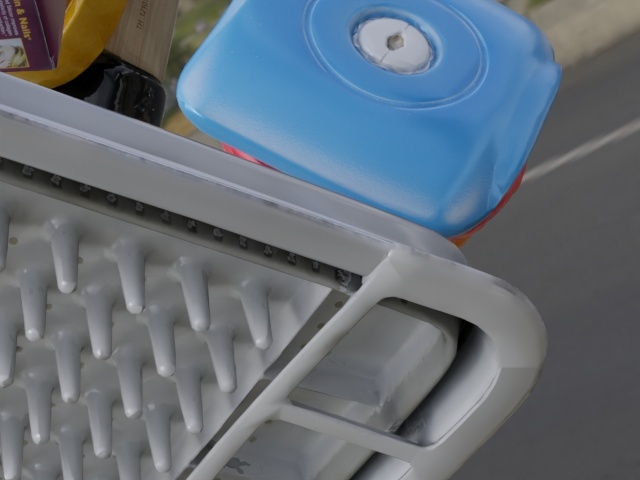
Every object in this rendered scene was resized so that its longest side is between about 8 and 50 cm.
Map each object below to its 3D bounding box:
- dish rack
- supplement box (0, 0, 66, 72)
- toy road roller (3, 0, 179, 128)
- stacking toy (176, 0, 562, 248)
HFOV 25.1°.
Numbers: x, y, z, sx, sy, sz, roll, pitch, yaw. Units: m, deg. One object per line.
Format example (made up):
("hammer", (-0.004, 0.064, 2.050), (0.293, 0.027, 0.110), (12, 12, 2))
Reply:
("dish rack", (-0.119, 0.053, 0.516), (0.285, 0.333, 0.072), (-50, 36, 33))
("supplement box", (-0.139, -0.092, 0.517), (0.083, 0.055, 0.043), (-2, 50, 1))
("toy road roller", (-0.264, -0.188, 1.075), (0.329, 0.240, 0.202), (-1, 72, 39))
("stacking toy", (0.000, 0.000, 0.794), (0.175, 0.165, 0.302), (-60, -6, -43))
